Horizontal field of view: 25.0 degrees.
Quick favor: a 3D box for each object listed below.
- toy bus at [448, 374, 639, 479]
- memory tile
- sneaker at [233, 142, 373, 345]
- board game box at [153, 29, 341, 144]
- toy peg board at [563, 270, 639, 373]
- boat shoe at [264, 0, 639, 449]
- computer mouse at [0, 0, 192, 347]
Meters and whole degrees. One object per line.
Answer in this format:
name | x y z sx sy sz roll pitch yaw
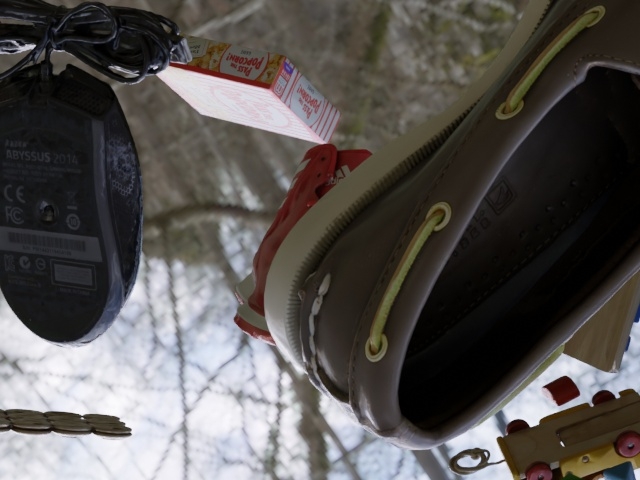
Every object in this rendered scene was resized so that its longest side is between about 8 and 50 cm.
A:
toy bus | 0.274 0.242 1.542 0.202 0.104 0.191 4 -147 41
memory tile | -0.252 0.169 1.330 0.148 0.012 0.113 6 180 -18
sneaker | 0.000 0.000 0.918 0.221 0.087 0.128 -148 -104 -72
board game box | -0.092 -0.177 1.654 0.193 0.147 0.045 16 -103 33
toy peg board | 0.289 0.040 1.523 0.160 0.079 0.161 23 -79 46
boat shoe | 0.118 -0.050 0.580 0.324 0.116 0.097 -44 -147 -4
computer mouse | -0.182 -0.053 1.091 0.188 0.272 0.072 11 -160 22
